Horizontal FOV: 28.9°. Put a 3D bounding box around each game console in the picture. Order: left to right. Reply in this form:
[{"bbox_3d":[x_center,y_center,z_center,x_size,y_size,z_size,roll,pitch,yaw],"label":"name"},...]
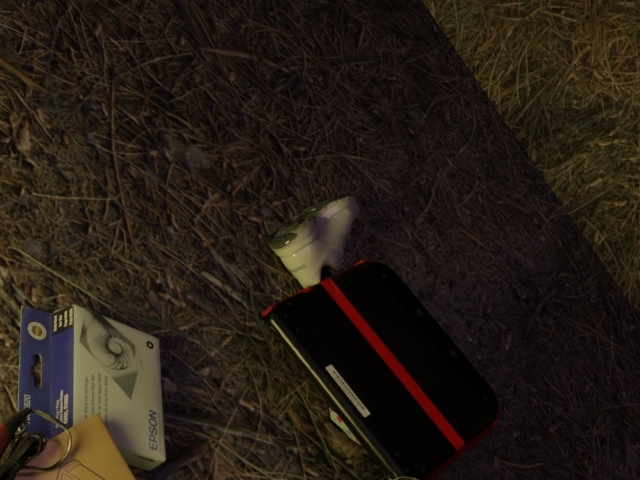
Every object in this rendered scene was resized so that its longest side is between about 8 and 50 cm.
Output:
[{"bbox_3d":[0.114,0.220,2.129,0.386,0.060,0.342,50,40,12],"label":"game console"}]

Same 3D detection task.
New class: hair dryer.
[{"bbox_3d":[-0.444,0.295,1.521,0.293,0.080,0.224,22,37,-33],"label":"hair dryer"}]

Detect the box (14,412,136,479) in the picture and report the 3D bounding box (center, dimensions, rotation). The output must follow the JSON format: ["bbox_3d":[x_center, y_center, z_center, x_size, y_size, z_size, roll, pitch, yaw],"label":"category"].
[{"bbox_3d":[-0.310,0.351,1.641,0.164,0.021,0.201,-27,85,-45],"label":"box"}]

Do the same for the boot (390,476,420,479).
[{"bbox_3d":[0.131,0.440,1.969,0.189,0.208,0.076,31,52,-23],"label":"boot"}]

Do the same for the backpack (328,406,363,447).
[{"bbox_3d":[0.106,0.303,2.175,0.182,0.115,0.152,34,37,-16],"label":"backpack"}]

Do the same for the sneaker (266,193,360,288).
[{"bbox_3d":[0.000,0.000,2.391,0.297,0.111,0.129,-39,106,-55],"label":"sneaker"}]

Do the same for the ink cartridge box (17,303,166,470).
[{"bbox_3d":[-0.327,0.203,1.793,0.224,0.045,0.223,24,40,-35],"label":"ink cartridge box"}]
